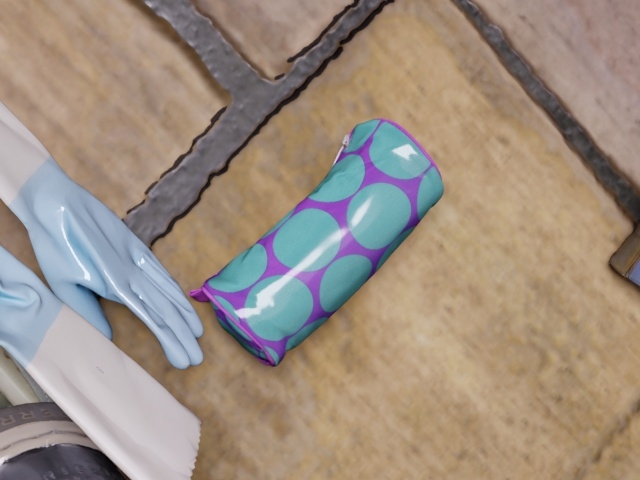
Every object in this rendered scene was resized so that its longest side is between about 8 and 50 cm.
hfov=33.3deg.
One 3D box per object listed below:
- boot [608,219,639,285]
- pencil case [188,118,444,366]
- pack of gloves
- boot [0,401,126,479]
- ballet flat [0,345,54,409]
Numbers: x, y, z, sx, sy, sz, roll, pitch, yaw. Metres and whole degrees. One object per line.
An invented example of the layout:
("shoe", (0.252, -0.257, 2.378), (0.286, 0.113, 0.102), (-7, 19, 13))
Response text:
("boot", (0.297, 0.019, 0.734), (0.219, 0.082, 0.106), (31, 106, -22))
("pencil case", (0.000, 0.000, 0.624), (0.070, 0.064, 0.152), (41, 80, 22))
("pack of gloves", (-0.150, 0.015, 0.522), (0.046, 0.195, 0.232), (-39, 106, 15))
("boot", (-0.096, 0.295, 0.468), (0.138, 0.284, 0.377), (-1, 110, -41))
("ballet flat", (-0.185, 0.047, 0.555), (0.213, 0.072, 0.068), (54, 44, -16))
